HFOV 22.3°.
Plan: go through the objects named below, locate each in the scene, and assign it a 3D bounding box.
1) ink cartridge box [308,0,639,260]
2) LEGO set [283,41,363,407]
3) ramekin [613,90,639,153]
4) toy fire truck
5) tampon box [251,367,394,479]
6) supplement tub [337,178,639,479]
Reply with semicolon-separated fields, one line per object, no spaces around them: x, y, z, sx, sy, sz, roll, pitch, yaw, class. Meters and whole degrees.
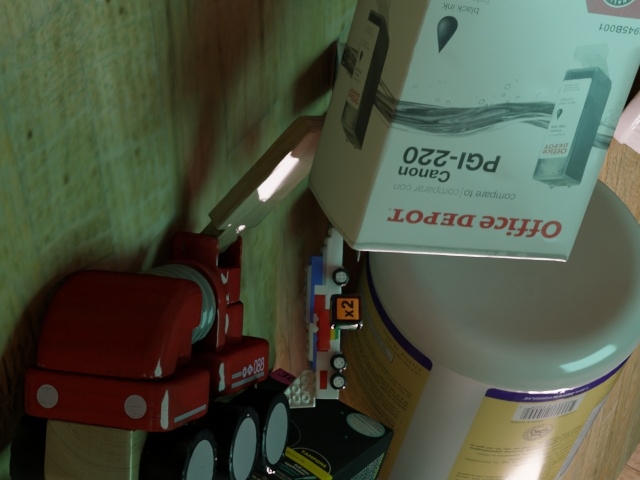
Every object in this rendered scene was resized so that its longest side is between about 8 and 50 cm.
0.099;-0.102;0.980;0.158;0.092;0.218;3;121;-23;ink cartridge box
0.000;0.000;1.184;0.182;0.060;0.244;95;-6;-45;LEGO set
0.476;-0.177;2.052;0.207;0.109;0.207;-45;170;-10;ramekin
-0.080;0.039;1.047;0.217;0.158;0.246;-11;105;-71;toy fire truck
-0.037;0.193;1.328;0.161;0.120;0.101;-26;139;-59;tampon box
0.136;0.100;1.432;0.241;0.241;0.331;-49;164;-35;supplement tub
